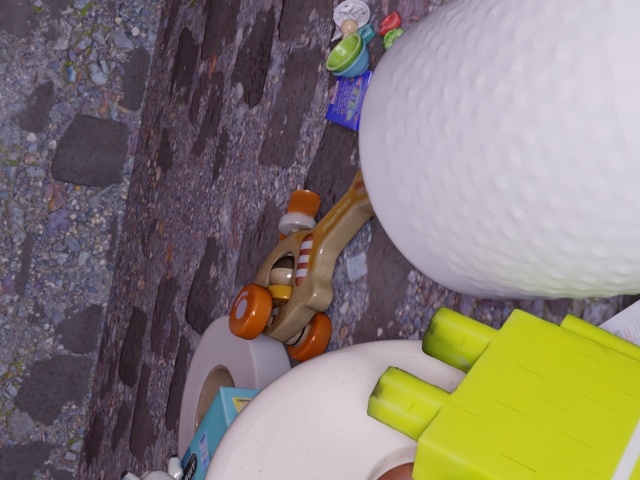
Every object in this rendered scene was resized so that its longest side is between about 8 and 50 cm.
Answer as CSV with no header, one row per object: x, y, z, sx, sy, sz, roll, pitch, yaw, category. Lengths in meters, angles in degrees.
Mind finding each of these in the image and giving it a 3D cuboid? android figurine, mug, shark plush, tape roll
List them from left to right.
-0.175,0.326,1.009,0.161,0.073,0.067,31,130,41,shark plush
-0.158,0.329,1.487,0.392,0.071,0.392,-29,56,57,tape roll
0.178,0.141,0.584,0.272,0.248,0.056,24,130,23,android figurine
0.251,-0.130,0.648,0.374,0.276,0.328,-50,15,-19,mug

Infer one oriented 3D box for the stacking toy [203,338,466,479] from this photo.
0.072,0.358,0.730,0.351,0.350,0.480,-115,23,-49,stacking toy

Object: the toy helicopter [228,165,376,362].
0.000,0.000,1.269,0.355,0.140,0.235,-49,30,30,toy helicopter

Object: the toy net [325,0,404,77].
0.056,-0.328,1.283,0.122,0.045,0.232,-42,31,21,toy net

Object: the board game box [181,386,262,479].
-0.065,0.335,1.098,0.336,0.253,0.079,-61,32,33,board game box

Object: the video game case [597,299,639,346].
0.271,0.202,0.694,0.244,0.061,0.270,-47,41,46,video game case

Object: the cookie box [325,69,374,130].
0.057,-0.217,1.281,0.107,0.040,0.092,36,112,60,cookie box
